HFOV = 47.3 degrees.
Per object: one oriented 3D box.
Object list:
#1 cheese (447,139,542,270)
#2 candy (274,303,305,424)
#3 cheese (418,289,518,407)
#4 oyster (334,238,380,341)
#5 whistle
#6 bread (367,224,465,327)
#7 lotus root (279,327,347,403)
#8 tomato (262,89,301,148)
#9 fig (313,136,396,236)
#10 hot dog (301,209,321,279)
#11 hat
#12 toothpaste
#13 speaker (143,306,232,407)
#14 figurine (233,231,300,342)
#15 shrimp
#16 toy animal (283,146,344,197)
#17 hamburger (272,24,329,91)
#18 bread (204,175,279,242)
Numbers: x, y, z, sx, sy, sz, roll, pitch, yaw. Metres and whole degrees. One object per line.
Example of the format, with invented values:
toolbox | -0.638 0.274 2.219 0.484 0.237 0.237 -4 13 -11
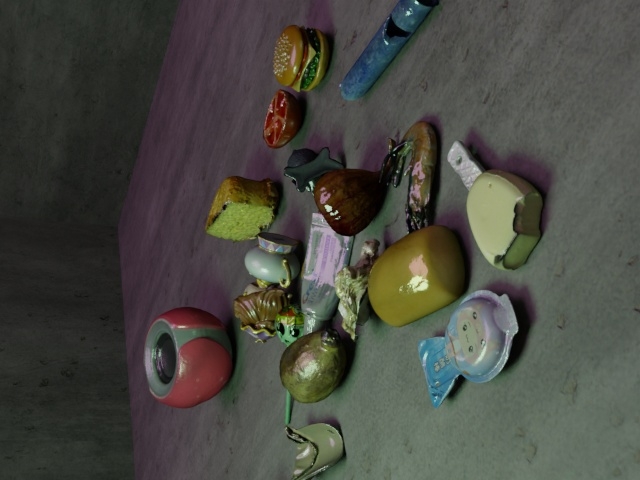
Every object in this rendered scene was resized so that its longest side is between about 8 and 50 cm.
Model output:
cheese | 0.253 -0.075 1.111 0.255 0.050 0.127 -113 37 -46
candy | -0.068 0.296 1.711 0.091 0.083 0.305 -142 54 -67
cheese | 0.223 0.161 1.120 0.244 0.052 0.135 128 140 -49
oyster | 0.071 0.087 1.398 0.191 0.081 0.163 -63 -16 -20
whistle | 0.126 -0.380 1.437 0.304 0.062 0.062 134 135 -54
bread | 0.152 0.062 1.246 0.217 0.098 0.147 134 132 -55
lotus root | -0.008 0.255 1.513 0.214 0.139 0.138 -52 40 44
tomato | -0.087 -0.303 1.864 0.156 0.069 0.155 -171 90 -67
fig | 0.086 -0.105 1.440 0.201 0.133 0.146 -38 2 2
hot dog | 0.000 0.000 1.639 0.066 0.047 0.215 -45 -28 -69
hat | -0.008 0.462 1.548 0.175 0.085 0.147 -25 48 36
toothpaste | 0.006 0.087 1.581 0.068 0.099 0.282 -58 -22 -80
speaker | -0.390 0.348 2.138 0.294 0.295 0.294 -174 90 -65
figurine | -0.130 0.119 1.779 0.189 0.142 0.263 35 114 62
shrimp | 0.157 -0.108 1.326 0.152 0.046 0.219 -21 62 62
toy animal | -0.015 -0.162 1.700 0.117 0.121 0.210 55 -178 -15
hamburger | -0.048 -0.437 1.756 0.162 0.115 0.161 -176 90 -66
bread | -0.212 -0.101 1.993 0.260 0.161 0.147 135 141 -62
